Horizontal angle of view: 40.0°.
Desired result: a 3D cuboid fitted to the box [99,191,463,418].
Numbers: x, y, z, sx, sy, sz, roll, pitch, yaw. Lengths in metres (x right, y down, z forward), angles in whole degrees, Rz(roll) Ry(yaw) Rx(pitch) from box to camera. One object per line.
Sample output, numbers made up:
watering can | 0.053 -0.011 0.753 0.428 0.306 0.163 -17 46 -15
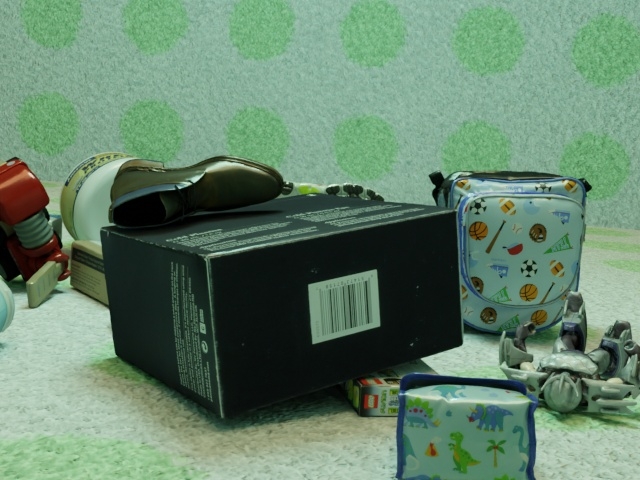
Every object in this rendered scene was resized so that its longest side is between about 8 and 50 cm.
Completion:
box | -0.052 0.056 1.097 0.343 0.179 0.312 -11 13 -32

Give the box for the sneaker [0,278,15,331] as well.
sneaker | -0.573 0.072 1.076 0.365 0.135 0.150 2 5 -11

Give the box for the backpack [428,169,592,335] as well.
backpack | 0.315 0.023 1.450 0.276 0.264 0.213 2 13 4

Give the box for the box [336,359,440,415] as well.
box | 0.075 0.166 1.086 0.114 0.036 0.207 2 8 -13

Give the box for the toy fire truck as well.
toy fire truck | -0.496 -0.005 1.480 0.158 0.217 0.246 -36 36 -31

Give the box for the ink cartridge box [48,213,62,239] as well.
ink cartridge box | -0.691 -0.020 1.912 0.230 0.078 0.134 3 7 -6

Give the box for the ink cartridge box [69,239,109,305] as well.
ink cartridge box | -0.296 0.052 1.551 0.234 0.088 0.193 -1 8 -37

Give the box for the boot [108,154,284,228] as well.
boot | -0.158 -0.050 1.096 0.219 0.082 0.106 -1 32 4

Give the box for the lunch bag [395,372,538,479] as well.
lunch bag | 0.137 0.179 0.841 0.128 0.096 0.151 3 -7 8

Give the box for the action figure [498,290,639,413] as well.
action figure | 0.327 0.150 1.125 0.185 0.099 0.285 17 16 22

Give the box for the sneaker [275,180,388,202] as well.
sneaker | 0.003 -0.059 1.606 0.278 0.107 0.118 13 0 -5

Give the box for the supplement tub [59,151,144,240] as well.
supplement tub | -0.426 -0.069 1.861 0.228 0.229 0.316 1 8 -25
